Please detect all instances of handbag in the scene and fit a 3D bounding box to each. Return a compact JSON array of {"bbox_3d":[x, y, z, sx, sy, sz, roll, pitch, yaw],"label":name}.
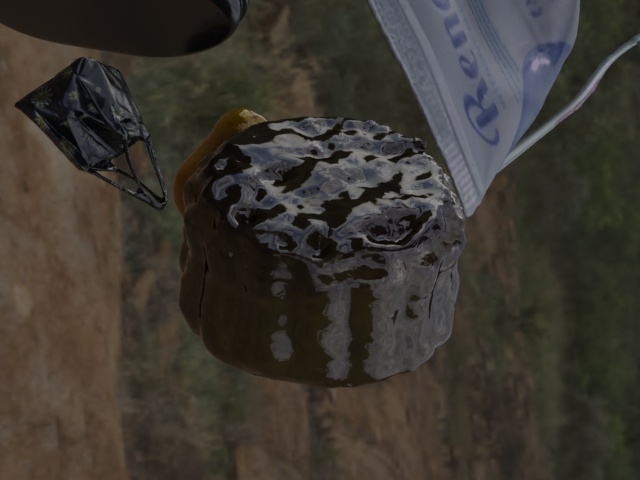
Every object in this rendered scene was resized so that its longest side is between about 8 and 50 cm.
[{"bbox_3d":[-0.226,-0.289,1.365,0.254,0.308,0.093,139,-44,-66],"label":"handbag"},{"bbox_3d":[-0.173,-0.083,1.063,0.139,0.072,0.115,50,6,3],"label":"handbag"}]

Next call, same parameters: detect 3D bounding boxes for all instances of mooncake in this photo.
[{"bbox_3d":[0.000,0.002,1.391,0.324,0.324,0.187,-72,169,-52],"label":"mooncake"}]

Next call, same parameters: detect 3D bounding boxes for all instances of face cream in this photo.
[{"bbox_3d":[0.109,-0.182,0.993,0.234,0.137,0.420,65,26,-9],"label":"face cream"}]

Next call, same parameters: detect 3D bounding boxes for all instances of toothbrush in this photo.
[{"bbox_3d":[0.211,-0.117,1.080,0.022,0.204,0.017,53,5,17],"label":"toothbrush"}]

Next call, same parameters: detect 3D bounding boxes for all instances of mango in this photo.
[{"bbox_3d":[-0.113,-0.083,1.599,0.115,0.178,0.090,36,24,-14],"label":"mango"}]
